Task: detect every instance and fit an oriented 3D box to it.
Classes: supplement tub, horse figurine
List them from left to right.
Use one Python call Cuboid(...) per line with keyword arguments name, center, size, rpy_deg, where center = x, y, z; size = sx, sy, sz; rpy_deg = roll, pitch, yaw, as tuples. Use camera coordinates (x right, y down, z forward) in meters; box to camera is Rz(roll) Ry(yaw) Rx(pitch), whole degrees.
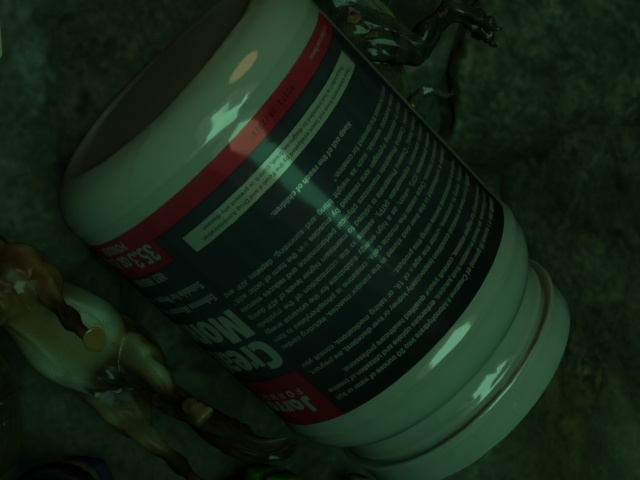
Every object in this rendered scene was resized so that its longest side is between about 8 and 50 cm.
Cuboid(name="horse figurine", center=(-0.132, 0.061, 0.716), size=(0.066, 0.174, 0.263), rpy_deg=(-51, 122, -6))
Cuboid(name="supplement tub", center=(0.000, 0.000, 0.739), size=(0.272, 0.191, 0.191), rpy_deg=(44, 75, -19))

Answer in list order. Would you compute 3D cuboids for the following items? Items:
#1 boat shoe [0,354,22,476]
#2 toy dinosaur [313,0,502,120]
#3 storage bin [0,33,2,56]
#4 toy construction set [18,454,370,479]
Cuboid(name="boat shoe", center=(-0.224, 0.072, 0.728), size=(0.056, 0.048, 0.153), rpy_deg=(-36, 113, -31))
Cuboid(name="toy dinosaur", center=(0.041, -0.149, 0.824), size=(0.118, 0.064, 0.268), rpy_deg=(-32, 102, -13))
Cuboid(name="storage bin", center=(-0.263, -0.184, 0.457), size=(0.262, 0.123, 0.260), rpy_deg=(-8, 99, -25))
Cuboid(name="toy construction set", center=(-0.064, 0.270, 0.680), size=(0.257, 0.309, 0.237), rpy_deg=(11, 93, -16))
